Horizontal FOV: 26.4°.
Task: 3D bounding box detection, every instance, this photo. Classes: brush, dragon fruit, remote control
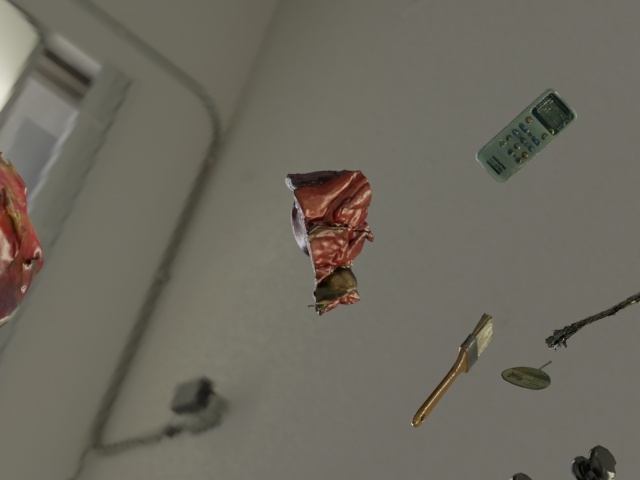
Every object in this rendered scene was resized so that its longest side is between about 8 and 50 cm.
[{"bbox_3d":[0.147,0.148,1.522,0.014,0.043,0.170,21,-129,29],"label":"brush"},{"bbox_3d":[-0.353,0.028,1.268,0.274,0.126,0.161,-49,170,-25],"label":"dragon fruit"},{"bbox_3d":[0.242,-0.123,1.609,0.124,0.053,0.018,-41,-169,12],"label":"remote control"},{"bbox_3d":[-0.008,0.009,1.694,0.122,0.192,0.092,13,-149,28],"label":"dragon fruit"}]

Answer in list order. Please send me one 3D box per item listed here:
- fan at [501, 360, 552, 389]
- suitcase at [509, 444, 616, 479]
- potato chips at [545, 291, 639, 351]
[{"bbox_3d":[0.249,0.161,1.653,0.080,0.060,0.003,-61,154,-66],"label":"fan"},{"bbox_3d":[0.149,0.339,0.896,0.229,0.152,0.335,-36,-110,31],"label":"suitcase"},{"bbox_3d":[0.441,0.105,2.067,0.220,0.029,0.202,-29,175,0],"label":"potato chips"}]
